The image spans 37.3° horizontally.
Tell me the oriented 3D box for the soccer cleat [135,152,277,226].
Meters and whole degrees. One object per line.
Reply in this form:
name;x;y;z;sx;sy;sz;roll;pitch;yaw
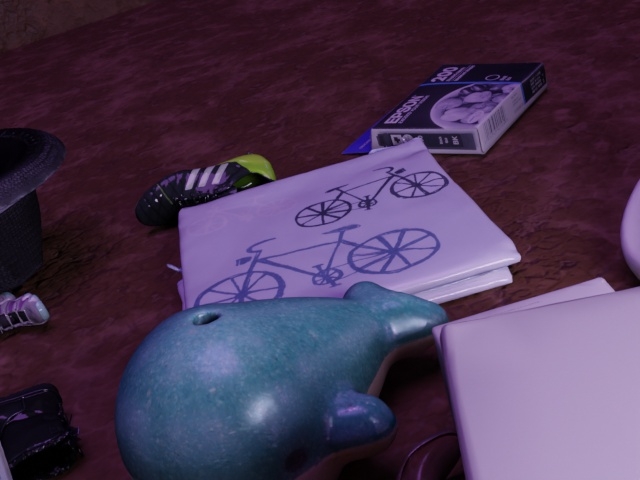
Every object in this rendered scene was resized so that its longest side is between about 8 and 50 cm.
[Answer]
soccer cleat;-0.139;-0.057;1.159;0.178;0.060;0.072;-22;39;-12

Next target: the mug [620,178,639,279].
mug;0.393;-0.083;0.719;0.374;0.276;0.328;-36;21;35

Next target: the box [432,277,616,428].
box;0.160;0.115;0.611;0.130;0.091;0.170;-16;26;-1

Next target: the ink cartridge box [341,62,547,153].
ink cartridge box;0.158;-0.172;1.228;0.208;0.045;0.206;3;33;36

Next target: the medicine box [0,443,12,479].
medicine box;-0.412;0.208;0.651;0.263;0.149;0.289;-3;22;25

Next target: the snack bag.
snack bag;0.000;0.000;0.991;0.323;0.037;0.342;-17;27;-3

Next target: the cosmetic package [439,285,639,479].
cosmetic package;0.150;0.198;0.321;0.156;0.217;0.385;-13;29;8

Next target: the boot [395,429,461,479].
boot;0.086;0.177;0.593;0.106;0.037;0.114;-43;31;-20

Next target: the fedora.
fedora;-0.438;-0.013;1.129;0.333;0.153;0.334;-13;27;7

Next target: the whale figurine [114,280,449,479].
whale figurine;-0.028;0.091;0.709;0.272;0.141;0.216;-32;30;-30

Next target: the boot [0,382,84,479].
boot;-0.262;0.173;0.796;0.121;0.045;0.099;-23;30;-14

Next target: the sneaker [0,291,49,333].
sneaker;-0.338;0.088;1.013;0.098;0.038;0.069;-3;29;45
